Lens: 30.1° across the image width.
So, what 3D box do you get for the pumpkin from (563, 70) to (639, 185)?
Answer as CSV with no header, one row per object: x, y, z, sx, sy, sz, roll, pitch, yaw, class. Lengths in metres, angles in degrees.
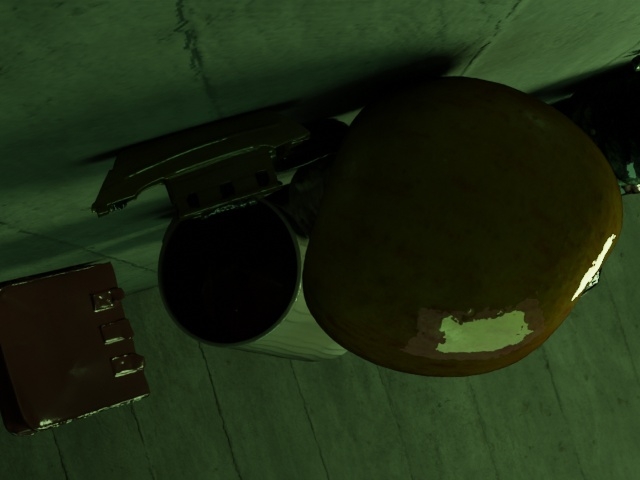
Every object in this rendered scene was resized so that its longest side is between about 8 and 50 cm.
0.444,-0.157,1.660,0.221,0.161,0.220,-7,179,0,pumpkin

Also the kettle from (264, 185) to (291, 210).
0.000,0.000,1.913,0.324,0.228,0.321,-12,150,-14,kettle

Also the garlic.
0.078,-0.051,1.517,0.245,0.160,0.245,-15,-174,2,garlic

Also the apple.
0.135,-0.009,1.155,0.275,0.299,0.299,22,178,1,apple

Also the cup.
-0.092,0.060,1.670,0.288,0.208,0.273,-5,167,29,cup

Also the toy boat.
-0.105,-0.057,1.047,0.201,0.077,0.057,-17,179,-10,toy boat

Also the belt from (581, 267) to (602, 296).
0.279,-0.045,1.643,0.184,0.289,0.164,-45,165,24,belt

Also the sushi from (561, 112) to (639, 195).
0.432,-0.139,1.912,0.237,0.170,0.270,-19,-178,37,sushi

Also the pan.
0.017,-0.102,1.292,0.212,0.040,0.115,-6,170,-42,pan

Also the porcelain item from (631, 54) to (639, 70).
0.423,-0.233,1.434,0.136,0.021,0.075,-19,177,44,porcelain item

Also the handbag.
-0.433,0.179,2.009,0.084,0.260,0.275,-23,176,42,handbag
